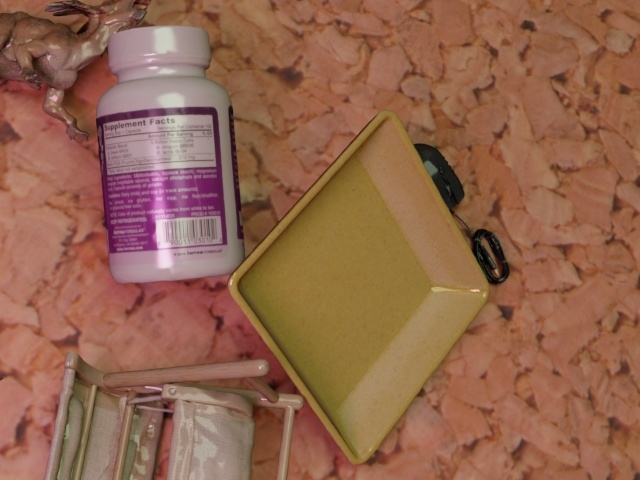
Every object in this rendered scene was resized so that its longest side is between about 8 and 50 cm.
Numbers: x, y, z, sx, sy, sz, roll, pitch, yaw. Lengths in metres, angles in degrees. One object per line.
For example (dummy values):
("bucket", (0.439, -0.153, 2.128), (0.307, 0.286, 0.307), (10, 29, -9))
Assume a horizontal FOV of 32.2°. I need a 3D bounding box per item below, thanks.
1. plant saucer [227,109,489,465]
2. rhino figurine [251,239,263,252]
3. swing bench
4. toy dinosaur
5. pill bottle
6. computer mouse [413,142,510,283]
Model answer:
("plant saucer", (0.044, 0.057, 1.417), (0.333, 0.081, 0.333), (-48, 123, -26))
("rhino figurine", (0.000, 0.000, 1.497), (0.106, 0.073, 0.243), (49, 57, -2))
("swing bench", (-0.171, 0.271, 1.243), (0.254, 0.165, 0.253), (-1, 65, 16))
("toy dinosaur", (-0.374, -0.253, 1.425), (0.295, 0.127, 0.200), (8, 57, -5))
("pill bottle", (-0.186, -0.103, 1.360), (0.169, 0.169, 0.302), (-5, 90, -24))
("computer mouse", (0.203, -0.043, 1.617), (0.071, 0.041, 0.242), (-34, 85, -31))
